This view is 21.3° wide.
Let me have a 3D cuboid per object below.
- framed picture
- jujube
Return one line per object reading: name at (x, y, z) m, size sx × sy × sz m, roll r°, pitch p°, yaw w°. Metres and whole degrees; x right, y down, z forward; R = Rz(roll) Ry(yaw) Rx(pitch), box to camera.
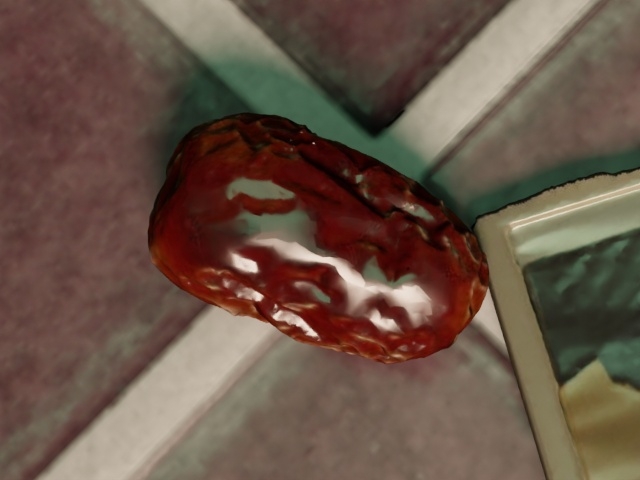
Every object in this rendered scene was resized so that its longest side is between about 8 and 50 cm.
framed picture at (0.203, 0.038, 0.613) m, size 0.265 × 0.018 × 0.192 m, roll -18°, pitch 68°, yaw 5°
jujube at (0.000, 0.000, 0.636) m, size 0.129 × 0.077 × 0.077 m, roll 22°, pitch 84°, yaw 6°
